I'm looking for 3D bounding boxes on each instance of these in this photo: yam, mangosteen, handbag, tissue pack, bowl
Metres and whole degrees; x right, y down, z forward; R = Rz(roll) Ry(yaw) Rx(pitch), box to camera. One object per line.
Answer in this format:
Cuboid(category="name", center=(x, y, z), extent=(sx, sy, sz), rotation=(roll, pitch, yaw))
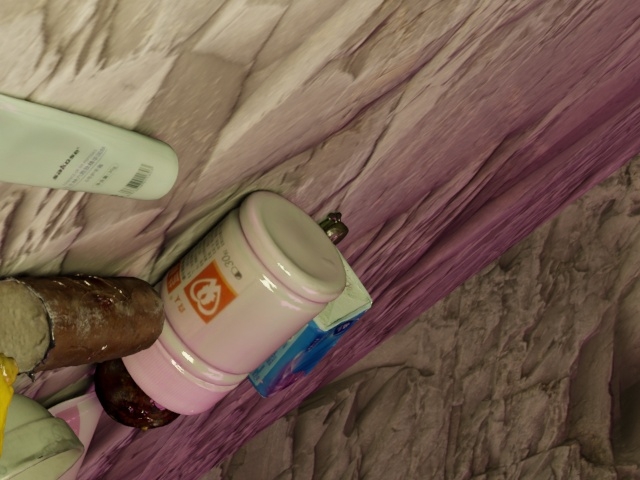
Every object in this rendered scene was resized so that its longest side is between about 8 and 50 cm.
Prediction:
Cuboid(category="yam", center=(-0.320, 0.106, 1.348), extent=(0.131, 0.131, 0.279), rotation=(-40, 166, 16))
Cuboid(category="mangosteen", center=(-0.290, 0.223, 1.734), extent=(0.172, 0.172, 0.184), rotation=(109, 3, -65))
Cuboid(category="handbag", center=(0.000, 0.000, 1.866), extent=(0.111, 0.047, 0.072), rotation=(-40, 170, 17))
Cuboid(category="tissue pack", center=(-0.056, 0.121, 1.821), extent=(0.146, 0.198, 0.263), rotation=(-22, 160, -38))
Cuboid(category="bowl", center=(-0.512, 0.329, 1.498), extent=(0.307, 0.163, 0.307), rotation=(-37, 169, -9))

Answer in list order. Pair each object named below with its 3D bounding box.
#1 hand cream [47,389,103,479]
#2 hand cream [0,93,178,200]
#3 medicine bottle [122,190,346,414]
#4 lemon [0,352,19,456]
Cuboid(category="hand cream", center=(-0.486, 0.385, 1.877), extent=(0.185, 0.118, 0.359), rotation=(-20, 153, -37))
Cuboid(category="hand cream", center=(-0.257, -0.086, 1.039), extent=(0.109, 0.067, 0.320), rotation=(-40, 160, 21))
Cuboid(category="medicine bottle", center=(-0.136, 0.096, 1.562), extent=(0.316, 0.202, 0.202), rotation=(-42, 164, 22))
Cuboid(category="lemon", center=(-0.465, 0.201, 1.061), extent=(0.322, 0.268, 0.268), rotation=(-30, 164, -28))
